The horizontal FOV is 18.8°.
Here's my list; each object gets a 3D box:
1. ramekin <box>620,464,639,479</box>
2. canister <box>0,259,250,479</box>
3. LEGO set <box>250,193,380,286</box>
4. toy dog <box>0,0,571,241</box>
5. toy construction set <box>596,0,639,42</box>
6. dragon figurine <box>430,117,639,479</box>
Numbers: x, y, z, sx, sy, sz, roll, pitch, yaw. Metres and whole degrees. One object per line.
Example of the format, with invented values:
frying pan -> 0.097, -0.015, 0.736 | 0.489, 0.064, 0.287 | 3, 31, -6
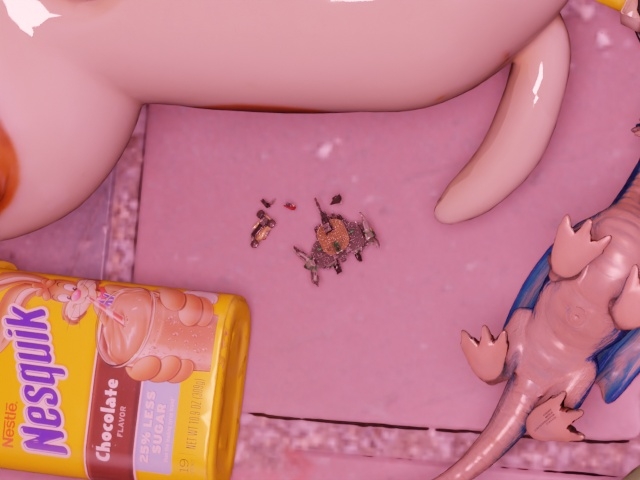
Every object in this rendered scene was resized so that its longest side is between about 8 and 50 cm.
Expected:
ramekin -> 0.256, 0.236, 0.931 | 0.303, 0.148, 0.303 | 0, 89, -1
canister -> -0.133, 0.081, 1.132 | 0.170, 0.073, 0.126 | 6, 85, 11
LEGO set -> 0.000, -0.003, 1.142 | 0.083, 0.023, 0.054 | 31, 88, 27
toy dog -> -0.095, -0.154, 1.068 | 0.408, 0.284, 0.395 | -25, 116, 2
toy construction set -> 0.269, -0.185, 1.048 | 0.328, 0.151, 0.215 | 25, 89, 25
dragon figurine -> 0.144, 0.044, 1.069 | 0.085, 0.144, 0.289 | 36, 111, 12
